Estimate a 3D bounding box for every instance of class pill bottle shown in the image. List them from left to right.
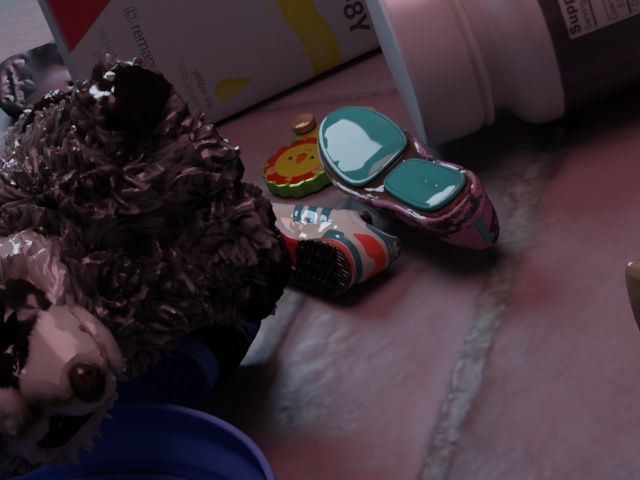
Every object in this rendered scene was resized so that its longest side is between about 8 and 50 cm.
[{"bbox_3d":[0.227,-0.221,1.484,0.361,0.204,0.204,-21,29,0],"label":"pill bottle"}]

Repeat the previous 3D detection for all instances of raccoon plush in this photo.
[{"bbox_3d":[-0.215,0.047,1.259,0.299,0.216,0.446,-40,10,-18],"label":"raccoon plush"}]

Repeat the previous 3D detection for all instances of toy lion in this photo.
[{"bbox_3d":[0.000,-0.075,1.566,0.100,0.034,0.096,-5,40,26],"label":"toy lion"}]

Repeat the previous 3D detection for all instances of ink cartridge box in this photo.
[{"bbox_3d":[-0.088,-0.290,1.721,0.385,0.279,0.160,-26,28,-8],"label":"ink cartridge box"}]

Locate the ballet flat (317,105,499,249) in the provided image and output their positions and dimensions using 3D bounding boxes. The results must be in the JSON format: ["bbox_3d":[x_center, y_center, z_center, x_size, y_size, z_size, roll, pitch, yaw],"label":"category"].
[{"bbox_3d":[0.069,-0.041,1.412,0.077,0.079,0.221,-42,34,-10],"label":"ballet flat"}]

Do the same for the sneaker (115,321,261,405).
[{"bbox_3d":[-0.153,0.070,1.376,0.232,0.081,0.090,9,37,32],"label":"sneaker"}]

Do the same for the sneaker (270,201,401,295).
[{"bbox_3d":[0.000,0.000,1.426,0.075,0.057,0.161,-19,23,-32],"label":"sneaker"}]

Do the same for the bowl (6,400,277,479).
[{"bbox_3d":[-0.202,0.243,1.092,0.391,0.077,0.391,-15,26,7],"label":"bowl"}]

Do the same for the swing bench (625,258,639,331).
[{"bbox_3d":[0.363,0.038,1.015,0.255,0.165,0.253,-39,34,-20],"label":"swing bench"}]

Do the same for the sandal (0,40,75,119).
[{"bbox_3d":[-0.231,-0.200,1.857,0.255,0.054,0.097,-26,63,4],"label":"sandal"}]
